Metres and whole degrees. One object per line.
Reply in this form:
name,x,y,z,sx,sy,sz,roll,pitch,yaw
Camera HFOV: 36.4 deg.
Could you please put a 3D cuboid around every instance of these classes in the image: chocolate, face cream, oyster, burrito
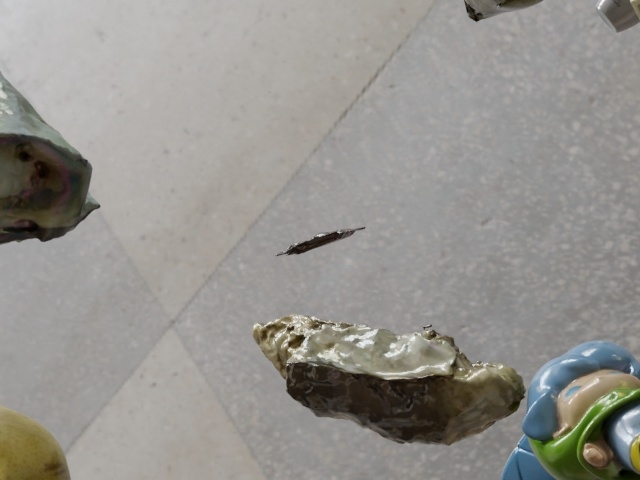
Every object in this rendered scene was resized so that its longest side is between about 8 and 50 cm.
chocolate,0.000,0.000,1.940,0.182,0.086,0.028,-21,87,25
face cream,0.559,-0.434,1.780,0.095,0.091,0.091,-41,64,14
oyster,0.061,0.164,1.139,0.341,0.166,0.110,18,51,14
burrito,-0.240,-0.081,0.610,0.229,0.144,0.089,42,119,39

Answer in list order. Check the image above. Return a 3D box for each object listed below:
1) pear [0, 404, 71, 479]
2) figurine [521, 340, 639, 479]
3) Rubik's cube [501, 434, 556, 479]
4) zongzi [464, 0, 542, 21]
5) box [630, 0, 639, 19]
pear,-0.348,0.261,0.929,0.209,0.209,0.209,-4,83,35
figurine,0.296,0.186,0.981,0.162,0.263,0.143,-25,94,-7
Rubik's cube,0.368,0.332,1.325,0.254,0.254,0.254,-4,83,35
zongzi,0.254,-0.481,1.494,0.125,0.251,0.274,-27,101,-5
box,0.529,-0.352,1.479,0.069,0.256,0.164,-28,112,27
